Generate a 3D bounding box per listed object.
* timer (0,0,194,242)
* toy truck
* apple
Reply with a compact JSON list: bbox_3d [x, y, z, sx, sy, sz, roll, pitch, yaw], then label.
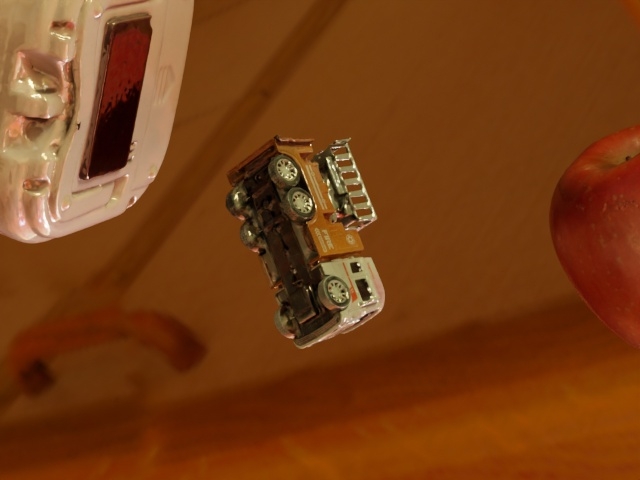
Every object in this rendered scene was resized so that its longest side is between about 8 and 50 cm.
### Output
[{"bbox_3d":[-0.192,-0.128,1.610,0.087,0.237,0.262,18,108,18],"label":"timer"},{"bbox_3d":[-0.001,0.001,1.744,0.080,0.115,0.178,-33,72,42],"label":"toy truck"},{"bbox_3d":[0.265,-0.003,1.470,0.181,0.181,0.168,-8,115,38],"label":"apple"}]
